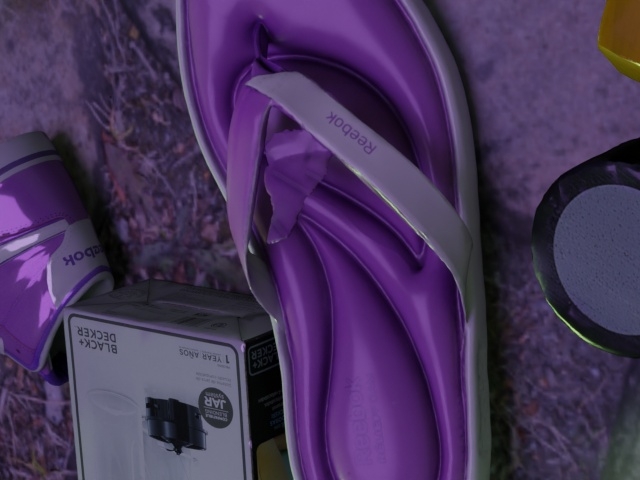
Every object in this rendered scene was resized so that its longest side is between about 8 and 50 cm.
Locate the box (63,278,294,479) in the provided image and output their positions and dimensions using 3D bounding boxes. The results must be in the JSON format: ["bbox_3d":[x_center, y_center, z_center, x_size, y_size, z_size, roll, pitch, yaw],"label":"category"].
[{"bbox_3d":[-0.078,0.183,1.202,0.169,0.087,0.290,7,106,38],"label":"box"}]

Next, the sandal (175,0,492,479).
[{"bbox_3d":[0.014,-0.004,1.034,0.169,0.102,0.416,-16,93,18],"label":"sandal"}]

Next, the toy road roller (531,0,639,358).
[{"bbox_3d":[0.263,-0.070,0.773,0.240,0.202,0.330,26,120,30],"label":"toy road roller"}]

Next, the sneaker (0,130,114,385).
[{"bbox_3d":[-0.260,0.058,1.310,0.282,0.102,0.161,-36,82,40],"label":"sneaker"}]
